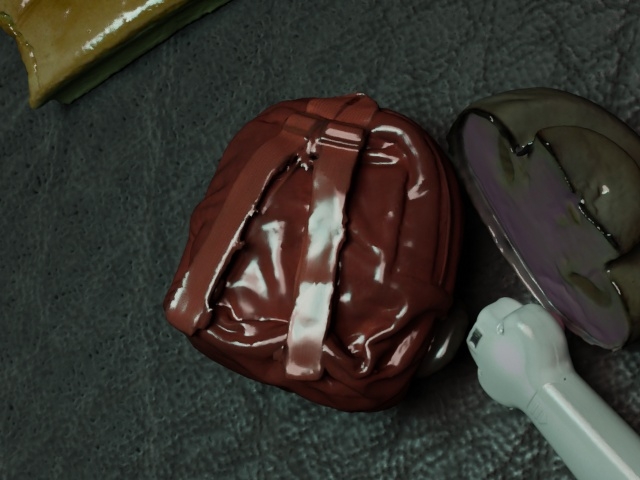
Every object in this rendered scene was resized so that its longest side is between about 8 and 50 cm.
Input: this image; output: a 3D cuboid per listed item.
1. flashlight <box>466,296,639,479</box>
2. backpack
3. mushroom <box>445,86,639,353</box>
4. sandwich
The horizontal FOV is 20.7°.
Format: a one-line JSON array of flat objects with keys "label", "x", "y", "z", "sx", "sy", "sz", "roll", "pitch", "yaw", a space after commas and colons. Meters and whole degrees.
[{"label": "flashlight", "x": 0.175, "y": 0.121, "z": 1.158, "sx": 0.047, "sy": 0.093, "sz": 0.200, "roll": -29, "pitch": 67, "yaw": -29}, {"label": "backpack", "x": 0.001, "y": 0.000, "z": 1.221, "sx": 0.229, "sy": 0.139, "sz": 0.229, "roll": -10, "pitch": 70, "yaw": 29}, {"label": "mushroom", "x": 0.173, "y": -0.027, "z": 1.155, "sx": 0.188, "sy": 0.117, "sz": 0.141, "roll": 52, "pitch": 148, "yaw": 6}, {"label": "sandwich", "x": -0.204, "y": -0.250, "z": 1.417, "sx": 0.212, "sy": 0.063, "sz": 0.245, "roll": -31, "pitch": 68, "yaw": 17}]
